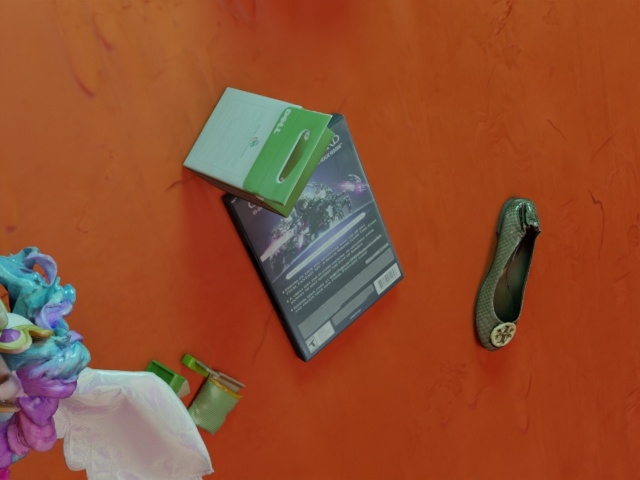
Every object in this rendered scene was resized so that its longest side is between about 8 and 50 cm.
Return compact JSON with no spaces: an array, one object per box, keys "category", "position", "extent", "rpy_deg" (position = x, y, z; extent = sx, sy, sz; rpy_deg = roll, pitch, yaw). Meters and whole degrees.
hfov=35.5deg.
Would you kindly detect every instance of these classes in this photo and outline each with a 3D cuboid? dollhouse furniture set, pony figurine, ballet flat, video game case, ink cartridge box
[{"category":"dollhouse furniture set","position":[-0.146,0.193,1.229],"extent":[0.151,0.058,0.076],"rpy_deg":[37,81,-41]},{"category":"pony figurine","position":[-0.294,0.146,0.884],"extent":[0.302,0.363,0.351],"rpy_deg":[-28,121,-30]},{"category":"ballet flat","position":[0.297,0.057,1.552],"extent":[0.084,0.058,0.250],"rpy_deg":[2,104,-40]},{"category":"video game case","position":[0.000,0.000,1.307],"extent":[0.196,0.026,0.274],"rpy_deg":[-39,125,-23]},{"category":"ink cartridge box","position":[-0.055,-0.095,1.101],"extent":[0.062,0.209,0.109],"rpy_deg":[34,83,-39]}]
